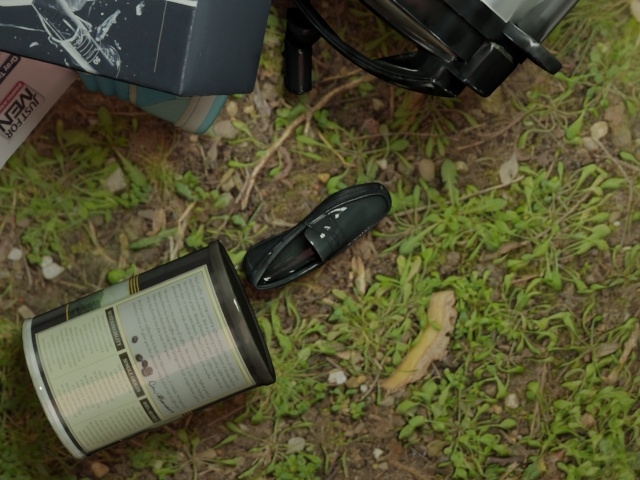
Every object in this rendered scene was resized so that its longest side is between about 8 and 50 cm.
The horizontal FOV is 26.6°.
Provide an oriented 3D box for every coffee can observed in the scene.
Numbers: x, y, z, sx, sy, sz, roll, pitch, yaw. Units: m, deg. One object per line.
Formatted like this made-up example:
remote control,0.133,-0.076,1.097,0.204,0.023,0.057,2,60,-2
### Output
coffee can,-0.221,0.143,1.767,0.275,0.201,0.202,-22,118,0

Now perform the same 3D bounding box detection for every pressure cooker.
pressure cooker,0.142,-0.380,1.486,0.375,0.370,0.420,37,101,-21

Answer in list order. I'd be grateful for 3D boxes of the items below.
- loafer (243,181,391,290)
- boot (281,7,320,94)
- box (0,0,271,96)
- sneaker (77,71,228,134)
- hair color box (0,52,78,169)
loafer,0.000,0.000,1.810,0.223,0.078,0.076,-30,119,4
boot,-0.024,-0.229,1.671,0.045,0.121,0.099,0,110,-9
box,-0.206,-0.344,1.352,0.312,0.179,0.343,15,102,18
sneaker,-0.180,-0.254,1.507,0.208,0.127,0.319,15,138,-15
hair color box,-0.469,-0.250,1.574,0.347,0.105,0.174,37,104,-24
